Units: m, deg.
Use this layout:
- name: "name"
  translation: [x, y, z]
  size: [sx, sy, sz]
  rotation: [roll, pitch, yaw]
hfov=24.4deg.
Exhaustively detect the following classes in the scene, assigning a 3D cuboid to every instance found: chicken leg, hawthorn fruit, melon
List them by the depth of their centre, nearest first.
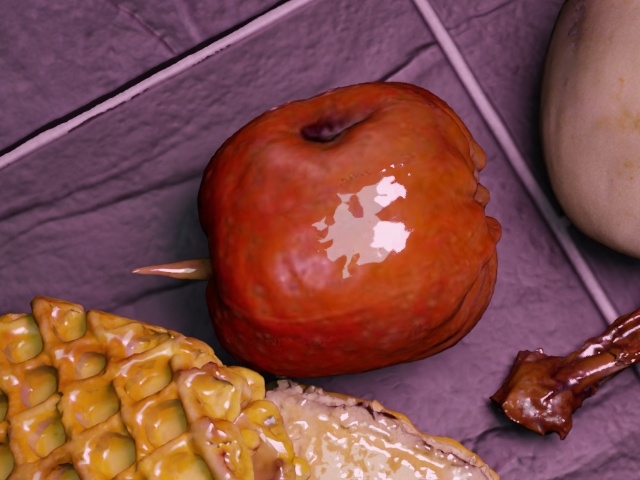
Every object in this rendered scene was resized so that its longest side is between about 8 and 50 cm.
- name: "hawthorn fruit"
  translation: [0.023, -0.004, 1.213]
  size: [0.262, 0.258, 0.258]
  rotation: [-34, 84, 28]
- name: "melon"
  translation: [0.311, -0.134, 1.244]
  size: [0.271, 0.272, 0.308]
  rotation: [10, 75, -3]
- name: "chicken leg"
  translation: [0.291, 0.087, 1.299]
  size: [0.304, 0.093, 0.113]
  rotation: [-24, 66, 0]

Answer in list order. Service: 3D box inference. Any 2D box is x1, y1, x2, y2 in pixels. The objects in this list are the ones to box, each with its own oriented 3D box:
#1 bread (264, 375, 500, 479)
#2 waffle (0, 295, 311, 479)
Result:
- name: "bread"
  translation: [0.030, 0.220, 1.230]
  size: [0.245, 0.121, 0.174]
  rotation: [22, 86, 1]
- name: "waffle"
  translation: [-0.167, 0.191, 1.142]
  size: [0.324, 0.151, 0.261]
  rotation: [16, 78, 28]
